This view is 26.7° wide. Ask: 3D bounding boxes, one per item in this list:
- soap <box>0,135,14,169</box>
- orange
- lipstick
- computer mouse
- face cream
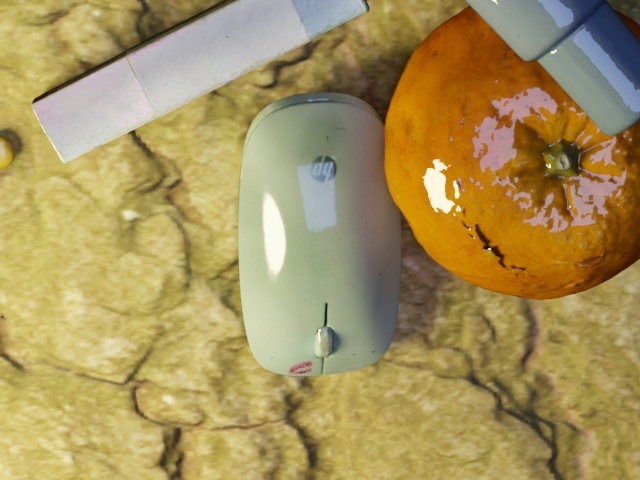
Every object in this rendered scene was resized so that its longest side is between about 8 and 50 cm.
[{"bbox_3d":[-0.335,-0.074,1.284,0.089,0.012,0.034,-19,104,-3],"label":"soap"},{"bbox_3d":[0.195,-0.088,1.238,0.284,0.226,0.283,-2,99,-10],"label":"orange"},{"bbox_3d":[-0.112,-0.174,1.261,0.317,0.066,0.068,-27,106,0],"label":"lipstick"},{"bbox_3d":[0.001,0.001,1.303,0.160,0.097,0.288,-3,103,-9],"label":"computer mouse"},{"bbox_3d":[0.130,-0.246,1.073,0.135,0.086,0.385,-42,95,1],"label":"face cream"}]
